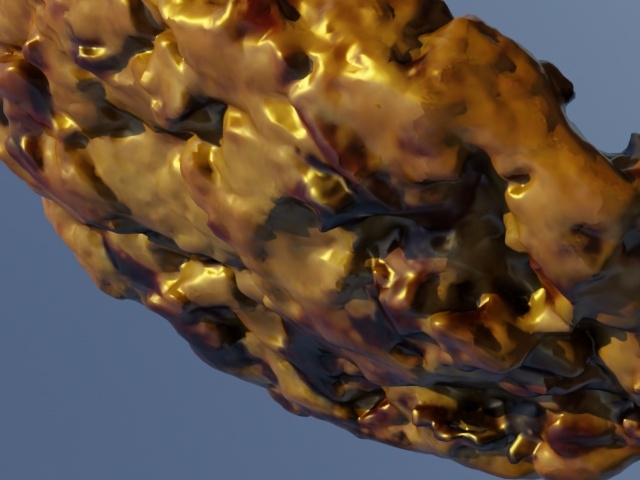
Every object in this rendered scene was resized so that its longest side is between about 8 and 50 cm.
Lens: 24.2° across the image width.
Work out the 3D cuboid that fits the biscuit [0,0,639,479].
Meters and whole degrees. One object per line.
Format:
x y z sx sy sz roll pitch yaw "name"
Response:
0.001 0.003 0.589 0.334 0.289 0.081 16 -119 30 "biscuit"
